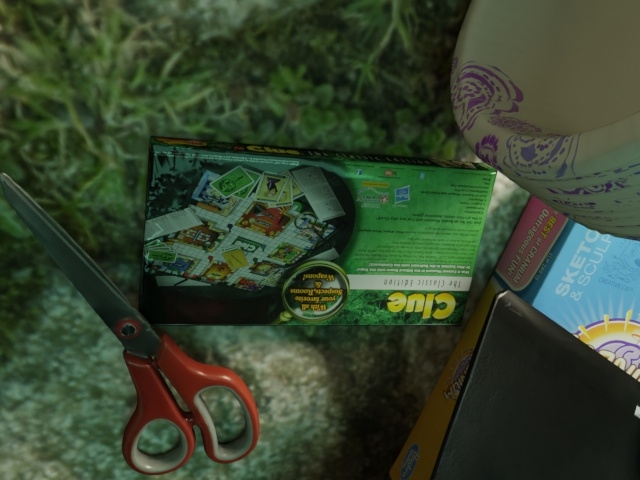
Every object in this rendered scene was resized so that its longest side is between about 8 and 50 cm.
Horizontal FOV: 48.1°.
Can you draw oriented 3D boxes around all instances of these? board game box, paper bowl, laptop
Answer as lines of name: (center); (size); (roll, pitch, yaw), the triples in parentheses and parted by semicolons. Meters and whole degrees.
board game box: (0.000, 0.000, 0.535); (0.259, 0.030, 0.136); (3, 108, -19)
paper bowl: (0.222, -0.131, 0.408); (0.148, 0.284, 0.284); (30, 100, -26)
board game box: (0.235, 0.118, 0.637); (0.242, 0.064, 0.316); (17, 105, -23)
laptop: (0.134, 0.205, 0.596); (0.234, 0.136, 0.264); (33, 124, -25)

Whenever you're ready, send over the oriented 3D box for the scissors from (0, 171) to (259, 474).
scissors: (-0.117, 0.066, 0.503); (0.109, 0.021, 0.297); (-14, 125, -6)
